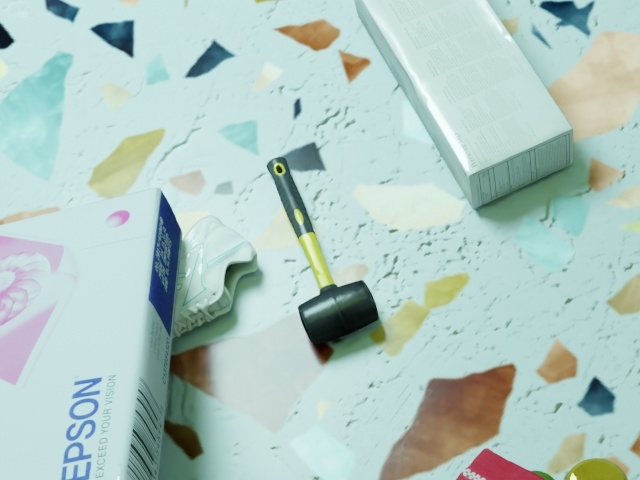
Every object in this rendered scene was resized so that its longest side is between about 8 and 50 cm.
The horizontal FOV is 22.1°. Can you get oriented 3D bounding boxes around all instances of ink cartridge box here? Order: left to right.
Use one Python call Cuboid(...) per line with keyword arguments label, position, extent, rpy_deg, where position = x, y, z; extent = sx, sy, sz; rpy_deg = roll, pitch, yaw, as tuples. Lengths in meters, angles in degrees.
Cuboid(label="ink cartridge box", position=(-0.276, 0.116, 1.252), extent=(0.330, 0.071, 0.324), rpy_deg=(-13, 41, 11))

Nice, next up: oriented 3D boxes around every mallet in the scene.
Cuboid(label="mallet", position=(0.000, 0.000, 1.372), extent=(0.062, 0.039, 0.189), rpy_deg=(-15, 55, 2))

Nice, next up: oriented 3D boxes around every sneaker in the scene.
Cuboid(label="sneaker", position=(-0.110, 0.048, 1.350), extent=(0.061, 0.053, 0.152), rpy_deg=(30, 68, 21))

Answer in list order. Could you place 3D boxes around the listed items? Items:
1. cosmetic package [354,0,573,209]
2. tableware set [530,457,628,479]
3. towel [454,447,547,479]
Cuboid(label="cosmetic package", position=(0.120, -0.147, 1.420), extent=(0.099, 0.060, 0.239), rpy_deg=(-23, 59, -7))
Cuboid(label="tableware set", position=(0.219, 0.211, 1.218), extent=(0.154, 0.024, 0.104), rpy_deg=(-4, 56, 9))
Cuboid(label="towel", position=(0.106, 0.274, 1.127), extent=(0.275, 0.031, 0.199), rpy_deg=(-43, 43, -23))
